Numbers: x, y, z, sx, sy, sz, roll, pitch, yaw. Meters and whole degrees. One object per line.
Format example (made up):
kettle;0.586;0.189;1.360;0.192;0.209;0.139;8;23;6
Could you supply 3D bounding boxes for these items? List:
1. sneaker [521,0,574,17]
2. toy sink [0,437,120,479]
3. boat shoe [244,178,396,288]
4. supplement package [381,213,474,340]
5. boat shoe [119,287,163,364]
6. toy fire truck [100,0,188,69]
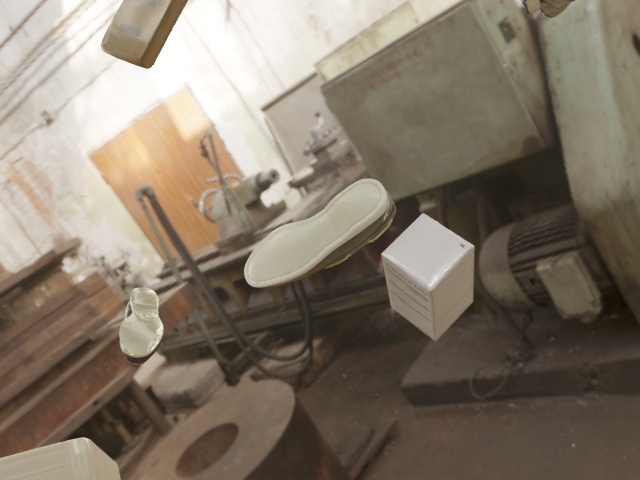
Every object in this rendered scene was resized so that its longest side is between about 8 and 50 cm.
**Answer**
sneaker;0.179;-0.206;0.499;0.058;0.052;0.135;-24;1;35
toy sink;-0.188;0.272;0.438;0.131;0.234;0.153;-13;-21;-14
boat shoe;0.002;0.004;1.216;0.305;0.109;0.091;-32;-30;12
supplement package;0.178;0.063;1.083;0.105;0.105;0.179;-42;-32;-17
boat shoe;-0.212;0.106;0.780;0.137;0.049;0.043;-115;41;-61
toy fire truck;-0.109;-0.246;0.536;0.217;0.159;0.246;8;31;35
